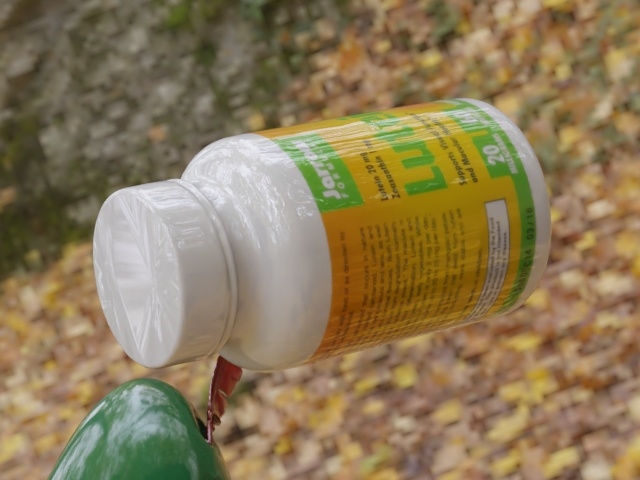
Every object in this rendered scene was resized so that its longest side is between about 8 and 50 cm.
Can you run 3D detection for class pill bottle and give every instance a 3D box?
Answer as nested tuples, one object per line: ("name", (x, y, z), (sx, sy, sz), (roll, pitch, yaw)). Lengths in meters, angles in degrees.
("pill bottle", (0.000, 0.000, 1.141), (0.246, 0.136, 0.136), (-12, -4, -33))

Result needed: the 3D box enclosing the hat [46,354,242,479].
("hat", (-0.108, 0.097, 1.288), (0.173, 0.183, 0.208), (6, -8, -4))
